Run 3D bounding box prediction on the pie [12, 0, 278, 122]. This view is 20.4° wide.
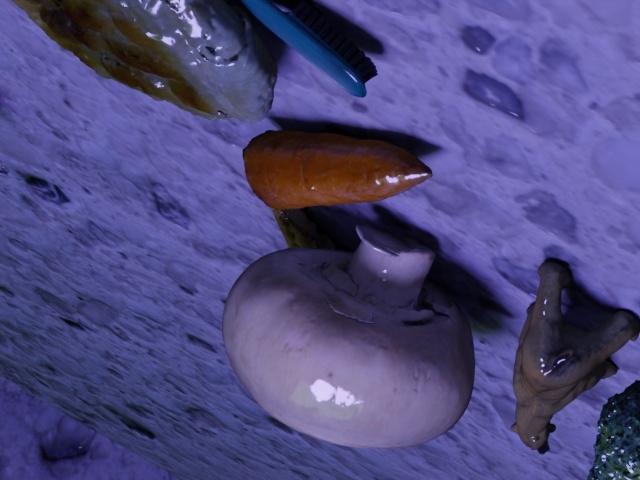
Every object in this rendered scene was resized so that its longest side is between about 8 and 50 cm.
[{"bbox_3d":[-0.171,-0.192,1.437,0.306,0.071,0.306,34,164,12],"label":"pie"}]

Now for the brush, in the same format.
[{"bbox_3d":[-0.032,-0.178,1.353,0.193,0.032,0.043,41,168,9],"label":"brush"}]

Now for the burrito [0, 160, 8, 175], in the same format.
[{"bbox_3d":[-0.501,-0.213,1.868,0.445,0.101,0.139,37,155,-9],"label":"burrito"}]

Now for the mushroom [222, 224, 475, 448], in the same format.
[{"bbox_3d":[0.038,0.082,1.644,0.246,0.202,0.246,20,-157,-9],"label":"mushroom"}]

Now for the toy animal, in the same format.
[{"bbox_3d":[0.209,0.113,1.579,0.103,0.101,0.218,27,160,9],"label":"toy animal"}]

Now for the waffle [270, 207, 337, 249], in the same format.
[{"bbox_3d":[0.000,0.000,1.739,0.097,0.023,0.152,22,158,22],"label":"waffle"}]

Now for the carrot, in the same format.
[{"bbox_3d":[0.020,-0.059,1.500,0.205,0.072,0.072,4,147,50],"label":"carrot"}]

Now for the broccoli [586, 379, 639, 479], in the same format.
[{"bbox_3d":[0.338,0.164,1.292,0.245,0.294,0.265,67,-167,2],"label":"broccoli"}]
